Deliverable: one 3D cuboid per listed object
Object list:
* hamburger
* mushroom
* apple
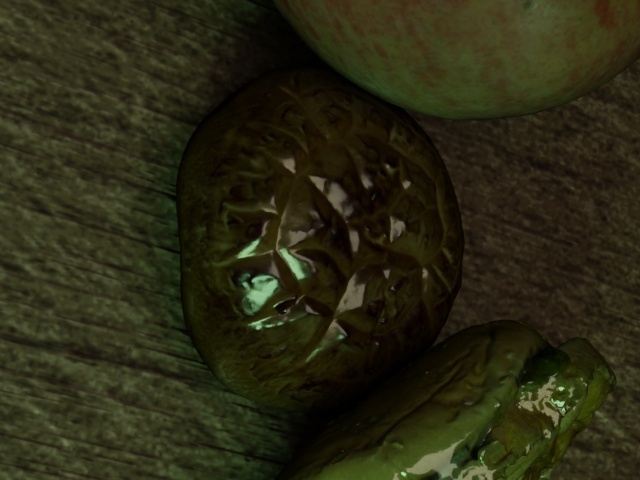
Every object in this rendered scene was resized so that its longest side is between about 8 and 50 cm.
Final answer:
[{"bbox_3d":[0.070,0.166,1.048,0.134,0.265,0.285,40,59,19],"label":"hamburger"},{"bbox_3d":[0.000,0.000,1.069,0.253,0.153,0.253,0,89,-38],"label":"mushroom"},{"bbox_3d":[0.118,-0.229,1.041,0.345,0.345,0.269,-42,120,-22],"label":"apple"}]
